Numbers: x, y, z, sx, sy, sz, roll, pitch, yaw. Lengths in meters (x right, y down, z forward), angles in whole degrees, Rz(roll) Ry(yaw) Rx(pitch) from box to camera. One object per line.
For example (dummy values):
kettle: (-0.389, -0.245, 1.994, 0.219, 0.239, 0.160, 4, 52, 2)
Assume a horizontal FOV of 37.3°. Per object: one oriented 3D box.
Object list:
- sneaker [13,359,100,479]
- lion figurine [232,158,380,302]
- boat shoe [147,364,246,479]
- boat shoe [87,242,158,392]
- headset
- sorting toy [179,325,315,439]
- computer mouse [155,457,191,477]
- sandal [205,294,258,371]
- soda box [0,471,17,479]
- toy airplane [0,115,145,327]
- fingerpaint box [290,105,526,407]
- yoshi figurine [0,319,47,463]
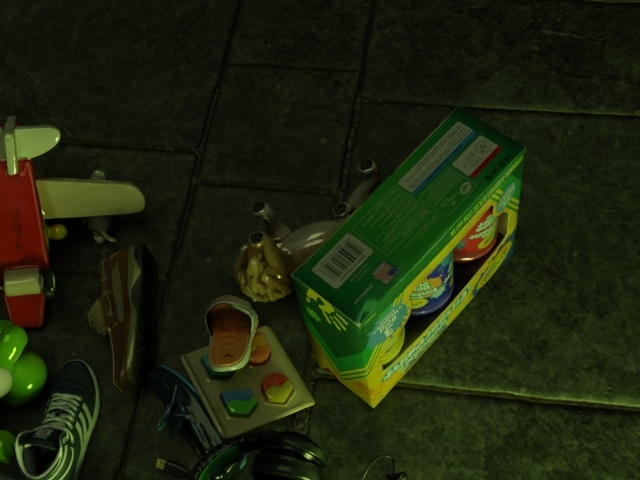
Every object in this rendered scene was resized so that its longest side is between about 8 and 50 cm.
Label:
sneaker: (-0.489, 0.336, 1.768, 0.099, 0.153, 0.282, 1, 61, 6)
lion figurine: (0.000, 0.000, 1.821, 0.392, 0.240, 0.142, -15, 52, 11)
boat shoe: (-0.247, 0.337, 1.765, 0.089, 0.109, 0.258, -36, 60, -26)
boat shoe: (-0.395, 0.155, 1.889, 0.120, 0.122, 0.324, -10, 52, 7)
headset: (-0.039, 0.455, 1.650, 0.394, 0.185, 0.243, -12, 58, 5)
sorting toy: (-0.136, 0.260, 1.792, 0.208, 0.038, 0.193, -15, 57, -30)
computer mouse: (-0.342, 0.476, 1.727, 0.262, 0.060, 0.184, 11, 64, 12)
sandal: (-0.170, 0.157, 1.808, 0.102, 0.076, 0.265, -5, 22, -3)
soda box: (-0.593, 0.554, 1.639, 0.098, 0.091, 0.286, 20, 87, 17)
toy airplane: (-0.618, -0.066, 1.941, 0.386, 0.272, 0.384, 41, 83, -10)
fingerpaint box: (0.175, 0.042, 1.734, 0.163, 0.371, 0.445, 37, 70, 24)
yoshi figurine: (-0.636, 0.332, 1.782, 0.203, 0.203, 0.362, 29, 79, 1)
